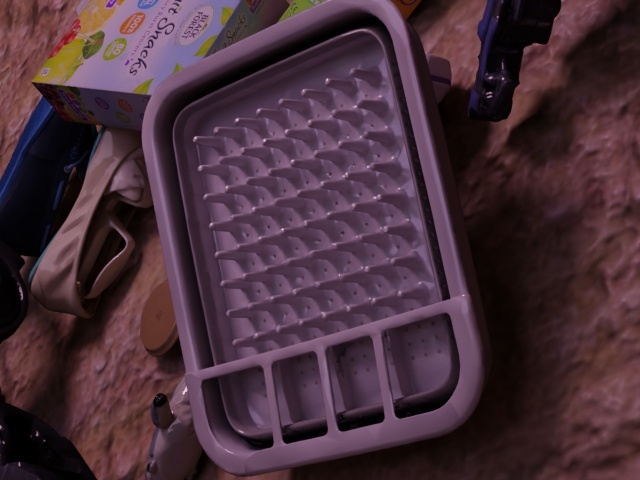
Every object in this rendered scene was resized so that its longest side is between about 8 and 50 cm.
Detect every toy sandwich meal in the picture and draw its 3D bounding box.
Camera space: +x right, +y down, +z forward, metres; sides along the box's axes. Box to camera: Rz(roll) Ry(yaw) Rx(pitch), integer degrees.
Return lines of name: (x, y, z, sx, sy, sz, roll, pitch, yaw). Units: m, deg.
toy sandwich meal: (-0.139, 0.073, 1.328, 0.086, 0.029, 0.085, -29, 52, 44)

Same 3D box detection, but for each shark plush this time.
shark plush: (-0.126, 0.188, 1.255, 0.067, 0.073, 0.161, -115, 36, -67)

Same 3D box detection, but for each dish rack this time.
dish rack: (0.000, 0.000, 1.085, 0.286, 0.072, 0.332, -19, 79, 38)

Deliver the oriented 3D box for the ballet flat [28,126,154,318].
ballet flat: (-0.211, -0.031, 1.439, 0.086, 0.086, 0.248, 34, 99, 52)

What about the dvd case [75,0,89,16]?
dvd case: (-0.195, -0.262, 1.569, 0.179, 0.030, 0.238, -50, 40, 21)

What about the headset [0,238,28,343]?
headset: (-0.425, 0.086, 1.396, 0.243, 0.185, 0.394, -48, 7, 1)

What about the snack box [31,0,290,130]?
snack box: (-0.158, -0.194, 1.384, 0.207, 0.070, 0.174, 10, 60, 36)

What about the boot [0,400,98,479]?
boot: (-0.408, 0.349, 1.371, 0.367, 0.146, 0.445, 34, 103, 33)

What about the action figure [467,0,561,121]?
action figure: (0.225, -0.218, 0.995, 0.330, 0.179, 0.341, -120, 35, -54)

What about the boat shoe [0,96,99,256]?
boat shoe: (-0.286, -0.099, 1.548, 0.258, 0.089, 0.109, -57, 21, 22)

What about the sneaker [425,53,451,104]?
sneaker: (0.005, -0.051, 1.187, 0.282, 0.102, 0.161, -21, 73, 39)

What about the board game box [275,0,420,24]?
board game box: (0.047, -0.237, 1.254, 0.259, 0.039, 0.124, -52, 40, 27)
